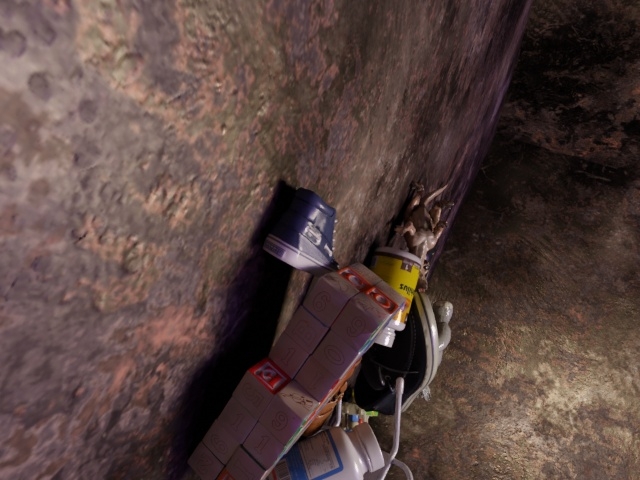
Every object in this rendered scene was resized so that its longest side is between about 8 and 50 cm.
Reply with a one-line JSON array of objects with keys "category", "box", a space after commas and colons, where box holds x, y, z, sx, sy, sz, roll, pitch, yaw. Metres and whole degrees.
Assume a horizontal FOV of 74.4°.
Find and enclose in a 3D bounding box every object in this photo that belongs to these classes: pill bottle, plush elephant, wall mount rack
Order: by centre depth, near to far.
[{"category": "pill bottle", "box": [0.010, 0.455, 0.850, 0.221, 0.124, 0.124, -18, 144, -11]}, {"category": "pill bottle", "box": [0.154, 0.130, 0.979, 0.117, 0.117, 0.215, 45, 62, -69]}, {"category": "wall mount rack", "box": [0.076, 0.471, 1.024, 0.130, 0.350, 0.304, 53, 58, -28]}, {"category": "plush elephant", "box": [0.274, 0.331, 1.390, 0.255, 0.272, 0.330, 39, 44, -38]}]

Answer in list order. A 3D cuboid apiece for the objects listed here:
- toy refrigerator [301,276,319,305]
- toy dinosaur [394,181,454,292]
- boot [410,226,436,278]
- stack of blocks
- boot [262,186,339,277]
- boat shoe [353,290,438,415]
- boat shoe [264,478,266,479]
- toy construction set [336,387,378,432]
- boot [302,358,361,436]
[{"category": "toy refrigerator", "box": [0.055, 0.128, 0.798, 0.102, 0.094, 0.269, -68, 161, 2]}, {"category": "toy dinosaur", "box": [0.257, -0.024, 1.126, 0.200, 0.127, 0.295, 95, 13, -58]}, {"category": "boot", "box": [0.351, 0.036, 1.478, 0.178, 0.085, 0.236, 67, 43, -61]}, {"category": "stack of blocks", "box": [-0.026, 0.178, 0.544, 0.297, 0.087, 0.171, -57, 163, 19]}, {"category": "boot", "box": [0.000, 0.000, 0.545, 0.086, 0.069, 0.190, -60, 159, -2]}, {"category": "boat shoe", "box": [0.193, 0.327, 1.138, 0.500, 0.156, 0.186, 100, -12, -44]}, {"category": "boat shoe", "box": [-0.139, 0.531, 0.788, 0.083, 0.065, 0.183, -25, 134, -60]}, {"category": "toy construction set", "box": [0.127, 0.626, 1.456, 0.327, 0.151, 0.215, 85, 9, -67]}, {"category": "boot", "box": [-0.007, 0.289, 0.837, 0.220, 0.109, 0.283, -66, 168, 9]}]
